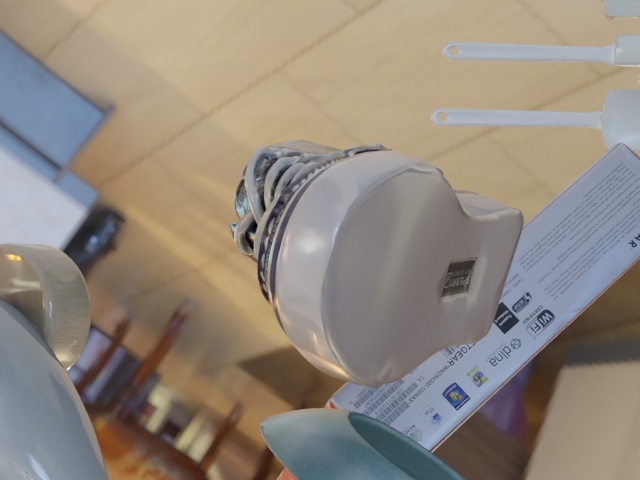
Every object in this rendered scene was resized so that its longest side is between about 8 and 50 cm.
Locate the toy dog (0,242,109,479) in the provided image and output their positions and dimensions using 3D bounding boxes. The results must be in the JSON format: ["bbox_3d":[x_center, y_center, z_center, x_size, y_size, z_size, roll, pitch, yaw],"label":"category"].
[{"bbox_3d":[-0.176,0.152,0.810,0.220,0.334,0.161,17,127,-37],"label":"toy dog"}]

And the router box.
[{"bbox_3d":[0.128,0.096,1.301,0.082,0.335,0.301,47,160,9],"label":"router box"}]

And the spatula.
[{"bbox_3d":[0.219,-0.166,1.385,0.242,0.168,0.019,2,-177,10],"label":"spatula"}]

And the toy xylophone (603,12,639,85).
[{"bbox_3d":[0.440,-0.218,1.721,0.081,0.323,0.236,-27,109,44],"label":"toy xylophone"}]

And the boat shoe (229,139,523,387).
[{"bbox_3d":[0.000,0.000,0.877,0.158,0.127,0.340,18,-178,20],"label":"boat shoe"}]

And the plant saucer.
[{"bbox_3d":[0.052,0.157,0.987,0.195,0.037,0.195,33,-173,-4],"label":"plant saucer"}]
